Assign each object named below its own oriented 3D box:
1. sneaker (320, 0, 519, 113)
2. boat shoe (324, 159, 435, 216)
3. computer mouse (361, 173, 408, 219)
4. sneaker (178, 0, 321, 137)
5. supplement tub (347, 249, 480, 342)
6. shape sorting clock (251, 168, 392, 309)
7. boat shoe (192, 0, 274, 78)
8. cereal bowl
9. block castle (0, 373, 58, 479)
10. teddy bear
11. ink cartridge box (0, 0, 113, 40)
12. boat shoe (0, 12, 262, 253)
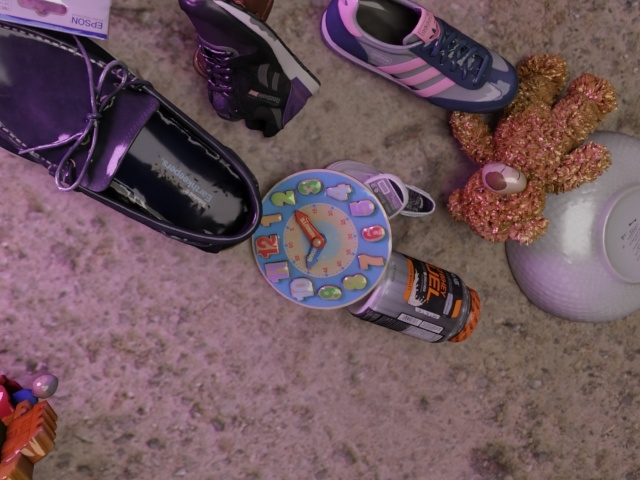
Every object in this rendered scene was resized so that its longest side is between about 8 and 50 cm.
[{"bbox_3d":[0.159,-0.274,1.187,0.319,0.131,0.112,18,81,-11],"label":"sneaker"},{"bbox_3d":[0.092,-0.074,1.253,0.184,0.063,0.066,23,87,-24],"label":"boat shoe"},{"bbox_3d":[0.043,-0.039,1.213,0.193,0.042,0.106,-27,103,18],"label":"computer mouse"},{"bbox_3d":[-0.104,-0.219,1.074,0.124,0.107,0.283,-54,147,1],"label":"sneaker"},{"bbox_3d":[0.145,0.089,1.267,0.190,0.117,0.117,20,89,-24],"label":"supplement tub"},{"bbox_3d":[0.000,0.000,1.181,0.206,0.040,0.206,3,103,14],"label":"shape sorting clock"},{"bbox_3d":[-0.110,-0.302,1.142,0.064,0.060,0.178,34,83,-23],"label":"boat shoe"},{"bbox_3d":[0.490,-0.019,1.386,0.339,0.141,0.339,-2,96,-22],"label":"cereal bowl"},{"bbox_3d":[-0.324,0.347,0.928,0.213,0.453,0.303,-37,108,-7],"label":"block castle"},{"bbox_3d":[0.330,-0.156,1.275,0.338,0.113,0.245,-39,78,-14],"label":"teddy bear"},{"bbox_3d":[-0.330,-0.416,1.015,0.165,0.065,0.333,8,85,-24],"label":"ink cartridge box"},{"bbox_3d":[-0.275,-0.141,1.045,0.500,0.156,0.187,34,85,-21],"label":"boat shoe"}]
